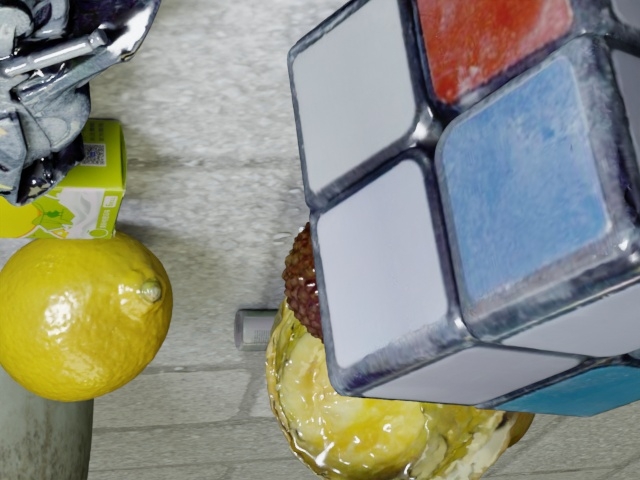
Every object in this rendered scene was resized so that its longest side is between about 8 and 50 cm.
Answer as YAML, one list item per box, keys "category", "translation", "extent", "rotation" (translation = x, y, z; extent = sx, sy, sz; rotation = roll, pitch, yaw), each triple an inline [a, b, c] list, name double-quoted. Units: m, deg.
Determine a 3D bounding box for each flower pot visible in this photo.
- category: "flower pot"
  translation: [-0.422, 0.264, 1.513]
  extent: [0.293, 0.330, 0.294]
  rotation: [-7, 158, -3]

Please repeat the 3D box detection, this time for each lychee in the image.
- category: "lychee"
  translation: [0.063, 0.029, 1.270]
  extent: [0.188, 0.188, 0.188]
  rotation: [-5, 157, -2]

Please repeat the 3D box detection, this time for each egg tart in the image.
- category: "egg tart"
  translation: [0.066, 0.178, 1.435]
  extent: [0.345, 0.346, 0.132]
  rotation: [-19, -179, 28]

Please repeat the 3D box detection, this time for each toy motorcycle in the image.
- category: "toy motorcycle"
  translation: [-0.244, -0.115, 0.927]
  extent: [0.173, 0.108, 0.307]
  rotation: [8, 146, -33]

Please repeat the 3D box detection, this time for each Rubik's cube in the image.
- category: "Rubik's cube"
  translation: [0.195, -0.054, 0.932]
  extent: [0.318, 0.314, 0.316]
  rotation: [11, 152, -38]

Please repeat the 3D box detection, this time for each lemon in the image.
- category: "lemon"
  translation: [-0.260, 0.078, 1.296]
  extent: [0.244, 0.187, 0.186]
  rotation: [-26, 151, 30]

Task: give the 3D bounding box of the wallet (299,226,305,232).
- category: "wallet"
  translation: [0.000, 0.000, 1.399]
  extent: [0.044, 0.011, 0.083]
  rotation: [-8, 157, 3]

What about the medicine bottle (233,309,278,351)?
- category: "medicine bottle"
  translation: [-0.016, 0.122, 1.626]
  extent: [0.199, 0.058, 0.058]
  rotation: [1, 156, -16]

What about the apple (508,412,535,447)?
- category: "apple"
  translation: [0.167, 0.176, 1.594]
  extent: [0.246, 0.226, 0.246]
  rotation: [-1, 166, 0]

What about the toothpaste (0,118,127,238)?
- category: "toothpaste"
  translation: [-0.340, -0.058, 1.088]
  extent: [0.327, 0.077, 0.110]
  rotation: [1, 157, -17]
